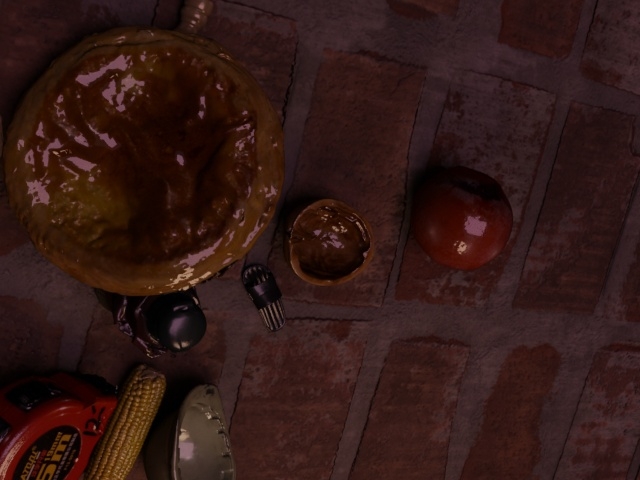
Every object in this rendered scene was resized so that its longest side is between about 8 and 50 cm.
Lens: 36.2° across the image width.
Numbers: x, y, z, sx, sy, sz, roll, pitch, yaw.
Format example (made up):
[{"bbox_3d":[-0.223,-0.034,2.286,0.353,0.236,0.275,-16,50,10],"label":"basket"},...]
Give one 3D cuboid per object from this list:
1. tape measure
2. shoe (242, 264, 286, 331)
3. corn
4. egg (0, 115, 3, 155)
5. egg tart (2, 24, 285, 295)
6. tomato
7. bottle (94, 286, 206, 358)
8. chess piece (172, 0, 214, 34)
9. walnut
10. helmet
[{"bbox_3d":[-0.485,0.339,1.649,0.260,0.114,0.253,18,99,-62],"label":"tape measure"},{"bbox_3d":[-0.098,0.117,1.892,0.062,0.053,0.159,-30,123,-16],"label":"shoe"},{"bbox_3d":[-0.356,0.347,1.792,0.081,0.081,0.248,21,96,-36],"label":"corn"},{"bbox_3d":[-0.603,-0.136,1.358,0.310,0.279,0.279,-24,119,-21],"label":"egg"},{"bbox_3d":[-0.273,-0.125,1.571,0.443,0.178,0.443,1,83,-4],"label":"egg tart"},{"bbox_3d":[0.287,-0.050,1.975,0.208,0.208,0.184,-15,130,-27],"label":"tomato"},{"bbox_3d":[-0.283,0.108,1.634,0.143,0.271,0.156,-7,111,-30],"label":"bottle"},{"bbox_3d":[-0.224,-0.351,1.638,0.066,0.066,0.122,22,90,-36],"label":"chess piece"},{"bbox_3d":[0.000,0.000,1.887,0.211,0.087,0.167,20,89,-38],"label":"walnut"},{"bbox_3d":[-0.266,0.399,1.839,0.204,0.137,0.258,-23,105,-65],"label":"helmet"}]
